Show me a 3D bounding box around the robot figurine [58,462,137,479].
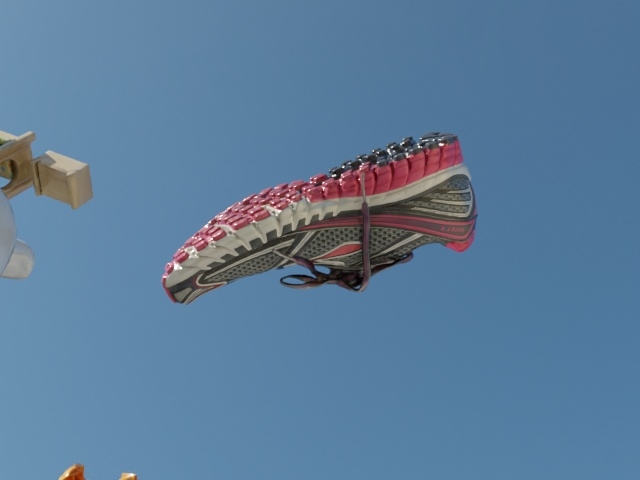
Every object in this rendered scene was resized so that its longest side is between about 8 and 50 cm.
[{"bbox_3d":[-0.325,0.353,0.834,0.211,0.291,0.085,-6,-73,39],"label":"robot figurine"}]

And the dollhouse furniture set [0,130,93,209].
[{"bbox_3d":[-0.339,-0.113,0.784,0.182,0.101,0.161,19,-52,22],"label":"dollhouse furniture set"}]

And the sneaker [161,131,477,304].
[{"bbox_3d":[0.000,0.000,0.719,0.299,0.121,0.112,-19,-77,2],"label":"sneaker"}]

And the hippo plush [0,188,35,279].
[{"bbox_3d":[-0.290,0.025,0.444,0.294,0.237,0.234,3,-34,20],"label":"hippo plush"}]
